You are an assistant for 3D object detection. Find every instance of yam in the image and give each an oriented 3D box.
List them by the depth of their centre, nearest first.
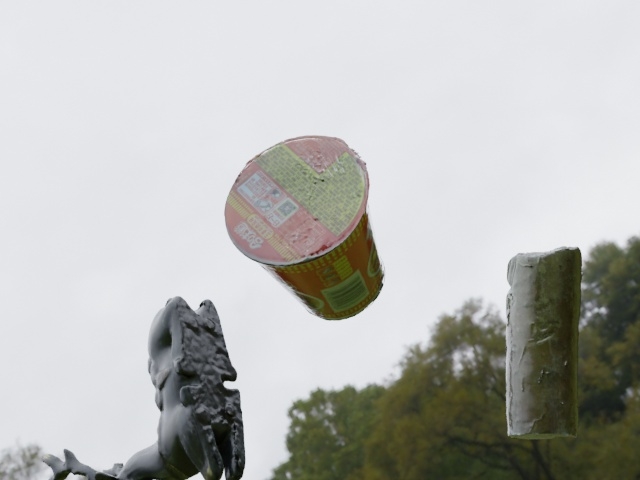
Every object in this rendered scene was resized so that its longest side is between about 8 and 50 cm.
[{"bbox_3d":[0.150,0.070,0.590,0.054,0.132,0.054,2,-7,0],"label":"yam"}]

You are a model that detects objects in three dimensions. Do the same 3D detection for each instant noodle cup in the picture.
[{"bbox_3d":[0.000,0.000,1.136,0.193,0.193,0.212,-28,-35,1],"label":"instant noodle cup"}]

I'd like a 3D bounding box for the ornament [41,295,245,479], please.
[{"bbox_3d":[-0.186,0.184,0.867,0.236,0.202,0.080,-36,-35,30],"label":"ornament"}]
